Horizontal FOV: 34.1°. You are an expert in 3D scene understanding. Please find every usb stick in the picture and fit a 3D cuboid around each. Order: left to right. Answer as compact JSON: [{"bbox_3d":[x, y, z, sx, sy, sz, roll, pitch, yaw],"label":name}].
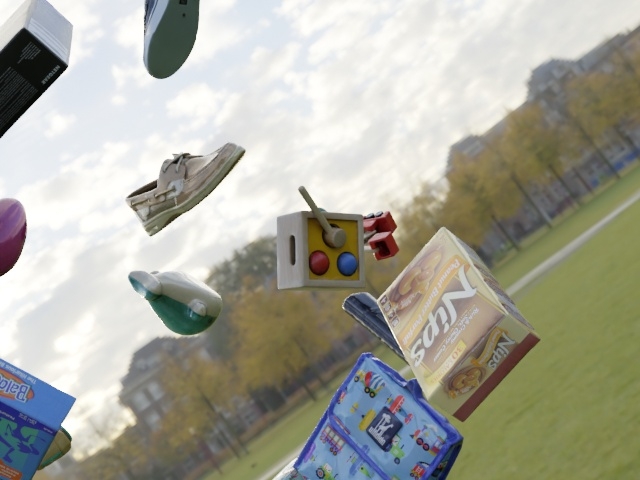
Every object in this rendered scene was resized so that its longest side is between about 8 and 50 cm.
[{"bbox_3d":[0.146,0.185,2.120,0.077,0.278,0.045,-10,-59,-33],"label":"usb stick"}]

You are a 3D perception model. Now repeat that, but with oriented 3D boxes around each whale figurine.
[{"bbox_3d":[-0.369,0.153,2.569,0.272,0.216,0.141,22,-81,-55],"label":"whale figurine"}]

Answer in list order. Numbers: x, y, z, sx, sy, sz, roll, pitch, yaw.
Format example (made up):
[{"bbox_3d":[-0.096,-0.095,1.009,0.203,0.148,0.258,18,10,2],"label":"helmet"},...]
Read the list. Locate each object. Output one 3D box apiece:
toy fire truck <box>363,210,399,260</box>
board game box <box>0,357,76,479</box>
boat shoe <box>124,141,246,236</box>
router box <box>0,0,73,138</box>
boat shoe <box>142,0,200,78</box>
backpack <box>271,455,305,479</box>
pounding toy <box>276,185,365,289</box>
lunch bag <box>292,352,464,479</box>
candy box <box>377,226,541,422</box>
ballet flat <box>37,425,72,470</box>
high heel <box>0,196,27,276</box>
[{"bbox_3d":[0.093,-0.005,2.183,0.192,0.047,0.135,-10,27,38],"label":"toy fire truck"},{"bbox_3d":[-0.358,0.192,1.079,0.210,0.160,0.047,-55,9,44],"label":"board game box"},{"bbox_3d":[-0.290,-0.122,2.159,0.341,0.110,0.122,-32,13,38],"label":"boat shoe"},{"bbox_3d":[-0.481,-0.194,1.466,0.309,0.081,0.243,-43,25,10],"label":"router box"},{"bbox_3d":[-0.189,-0.293,1.263,0.065,0.083,0.183,1,-66,-43],"label":"boat shoe"},{"bbox_3d":[-0.033,0.588,2.294,0.253,0.191,0.225,-51,-7,1],"label":"backpack"},{"bbox_3d":[0.000,0.000,1.519,0.130,0.141,0.100,3,-7,-34],"label":"pounding toy"},{"bbox_3d":[0.115,0.347,1.786,0.138,0.221,0.293,-11,-45,-47],"label":"lunch bag"},{"bbox_3d":[0.216,0.128,1.709,0.183,0.087,0.316,-50,25,13],"label":"candy box"},{"bbox_3d":[-0.450,0.259,1.495,0.073,0.232,0.080,-46,-45,-27],"label":"ballet flat"},{"bbox_3d":[-0.564,0.000,1.582,0.127,0.181,0.377,-2,36,13],"label":"high heel"}]
